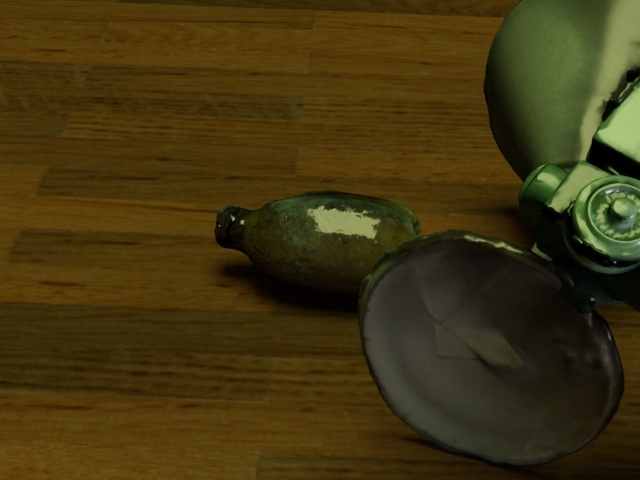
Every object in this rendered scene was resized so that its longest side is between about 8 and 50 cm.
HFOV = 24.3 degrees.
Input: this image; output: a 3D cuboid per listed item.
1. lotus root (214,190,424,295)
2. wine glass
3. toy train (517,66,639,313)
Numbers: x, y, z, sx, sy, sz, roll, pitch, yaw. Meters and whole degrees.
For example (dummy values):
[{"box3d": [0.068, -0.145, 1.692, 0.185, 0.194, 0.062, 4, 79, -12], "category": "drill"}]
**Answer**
[{"box3d": [0.000, 0.000, 1.312, 0.192, 0.088, 0.113, 5, 15, 8], "category": "lotus root"}, {"box3d": [0.199, -0.020, 1.213, 0.267, 0.267, 0.406, 13, 38, 18], "category": "wine glass"}, {"box3d": [0.259, 0.009, 0.953, 0.269, 0.115, 0.154, 34, 68, 23], "category": "toy train"}]
